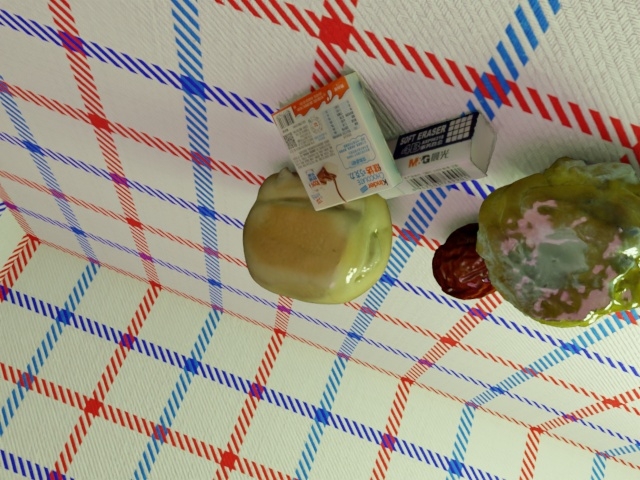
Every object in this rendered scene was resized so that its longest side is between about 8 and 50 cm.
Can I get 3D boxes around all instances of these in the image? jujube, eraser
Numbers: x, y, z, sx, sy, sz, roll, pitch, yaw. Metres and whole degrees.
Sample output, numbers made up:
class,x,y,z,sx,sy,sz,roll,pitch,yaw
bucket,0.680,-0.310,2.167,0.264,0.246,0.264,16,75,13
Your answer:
class,x,y,z,sx,sy,sz,roll,pitch,yaw
jujube,0.409,0.055,1.602,0.197,0.197,0.290,28,153,-11
eraser,0.241,-0.183,1.359,0.287,0.130,0.086,-11,142,45

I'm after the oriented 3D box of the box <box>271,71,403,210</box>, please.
class,x,y,z,sx,sy,sz,roll,pitch,yaw
box,0.031,-0.216,1.402,0.273,0.048,0.264,-13,105,48

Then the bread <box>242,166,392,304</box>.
class,x,y,z,sx,sy,sz,roll,pitch,yaw
bread,0.000,0.000,1.662,0.376,0.347,0.253,6,170,31

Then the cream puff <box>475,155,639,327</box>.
class,x,y,z,sx,sy,sz,roll,pitch,yaw
cream puff,0.541,-0.003,1.300,0.379,0.275,0.378,13,115,29
